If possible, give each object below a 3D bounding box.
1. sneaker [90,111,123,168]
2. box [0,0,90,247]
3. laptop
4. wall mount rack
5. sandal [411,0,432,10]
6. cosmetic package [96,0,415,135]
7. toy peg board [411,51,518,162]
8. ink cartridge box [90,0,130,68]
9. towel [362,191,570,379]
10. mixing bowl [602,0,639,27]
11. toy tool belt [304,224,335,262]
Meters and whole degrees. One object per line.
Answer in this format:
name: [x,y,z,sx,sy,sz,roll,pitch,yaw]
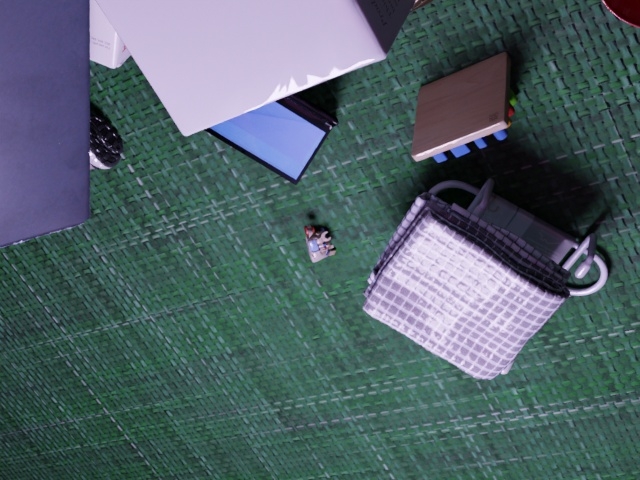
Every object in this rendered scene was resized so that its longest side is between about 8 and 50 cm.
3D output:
sneaker: [-0.482,-0.237,1.826,0.108,0.100,0.271,-11,122,33]
box: [-0.587,-0.304,1.544,0.472,0.297,0.479,44,140,34]
laptop: [-0.105,-0.205,1.680,0.234,0.264,0.136,30,94,-5]
wall mount rack: [0.310,0.060,1.735,0.350,0.130,0.304,28,131,-1]
sandal: [0.131,-0.374,1.517,0.180,0.072,0.049,-27,92,39]
cosmetic package: [-0.073,-0.412,1.341,0.328,0.393,0.329,-16,118,30]
toy peg board: [0.237,-0.191,1.559,0.161,0.160,0.079,-20,133,32]
ink cartridge box: [-0.315,-0.438,1.539,0.115,0.198,0.272,21,130,4]
towel: [0.230,0.080,1.628,0.284,0.121,0.235,30,127,-2]
mixing bowl: [0.469,-0.388,1.349,0.182,0.098,0.181,10,128,13]
toy tool belt: [0.000,0.000,1.865,0.051,0.052,0.083,-15,129,-7]
